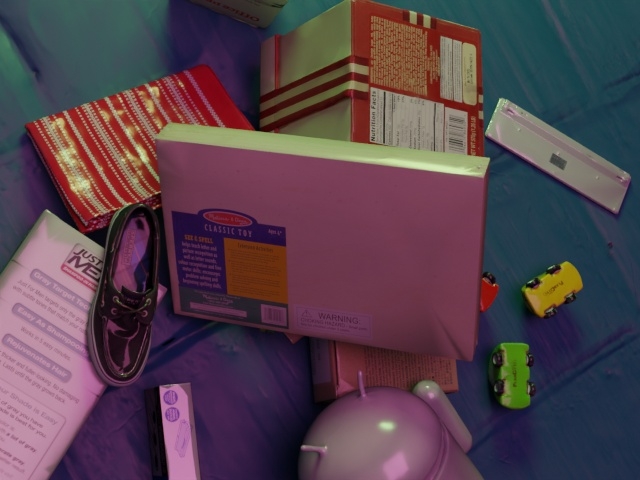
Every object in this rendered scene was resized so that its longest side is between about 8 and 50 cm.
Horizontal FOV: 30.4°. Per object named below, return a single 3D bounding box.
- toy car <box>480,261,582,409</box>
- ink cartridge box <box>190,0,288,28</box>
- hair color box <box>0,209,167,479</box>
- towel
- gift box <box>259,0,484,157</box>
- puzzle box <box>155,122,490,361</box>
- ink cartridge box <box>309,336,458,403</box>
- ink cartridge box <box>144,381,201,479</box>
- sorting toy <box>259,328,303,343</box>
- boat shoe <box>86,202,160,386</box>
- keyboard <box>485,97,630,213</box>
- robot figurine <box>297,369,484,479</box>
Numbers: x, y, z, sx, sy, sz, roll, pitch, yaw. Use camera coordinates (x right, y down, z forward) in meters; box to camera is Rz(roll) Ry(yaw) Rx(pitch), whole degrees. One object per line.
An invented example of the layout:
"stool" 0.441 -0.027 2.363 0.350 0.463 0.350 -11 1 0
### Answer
"toy car" 0.274 0.137 1.739 0.239 0.053 0.225 4 79 -19
"ink cartridge box" -0.103 -0.388 1.615 0.153 0.208 0.086 20 71 -16
"hair color box" -0.373 0.170 1.465 0.185 0.113 0.374 35 71 -12
"towel" -0.229 -0.130 1.574 0.275 0.031 0.199 -22 61 -21
"gift box" 0.073 -0.157 1.614 0.276 0.258 0.255 13 74 -33
"puzzle box" 0.000 0.000 1.470 0.409 0.272 0.052 8 35 14
"ink cartridge box" 0.082 0.105 1.650 0.193 0.088 0.234 0 80 -24
"ink cartridge box" -0.187 0.290 1.519 0.046 0.097 0.207 -4 81 -21
"sorting toy" -0.045 0.112 1.648 0.083 0.012 0.062 -38 95 -22
"boat shoe" -0.231 0.063 1.436 0.080 0.076 0.228 12 76 -18
"keyboard" 0.375 -0.131 1.848 0.256 0.014 0.072 29 77 -13
"robot figurine" 0.104 0.327 1.529 0.353 0.200 0.300 53 50 -30
